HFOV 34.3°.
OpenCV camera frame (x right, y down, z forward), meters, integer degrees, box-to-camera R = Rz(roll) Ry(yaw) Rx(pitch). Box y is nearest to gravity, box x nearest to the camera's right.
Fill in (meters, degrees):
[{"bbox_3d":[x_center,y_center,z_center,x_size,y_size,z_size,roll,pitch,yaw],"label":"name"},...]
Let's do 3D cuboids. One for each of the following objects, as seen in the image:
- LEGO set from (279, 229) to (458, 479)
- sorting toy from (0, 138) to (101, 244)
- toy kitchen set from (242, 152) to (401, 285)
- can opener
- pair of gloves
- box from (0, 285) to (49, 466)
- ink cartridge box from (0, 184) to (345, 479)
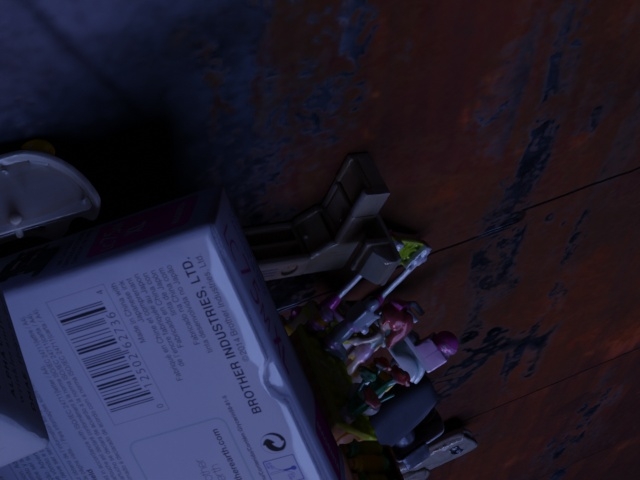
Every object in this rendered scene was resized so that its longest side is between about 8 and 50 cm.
[{"bbox_3d":[0.043,0.070,0.704,0.107,0.132,0.287,-46,-177,16],"label":"LEGO set"},{"bbox_3d":[-0.160,-0.011,0.533,0.083,0.045,0.075,-18,160,-19],"label":"sorting toy"},{"bbox_3d":[0.000,0.000,0.651,0.075,0.068,0.083,-8,148,-30],"label":"toy kitchen set"},{"bbox_3d":[-0.005,0.225,1.022,0.283,0.076,0.095,-30,121,-14],"label":"can opener"},{"bbox_3d":[0.062,0.262,1.197,0.204,0.042,0.240,-38,153,15],"label":"pair of gloves"},{"bbox_3d":[-0.223,0.021,0.376,0.181,0.182,0.119,-26,153,-1],"label":"box"},{"bbox_3d":[-0.163,0.104,0.565,0.311,0.065,0.186,-19,114,7],"label":"ink cartridge box"}]
